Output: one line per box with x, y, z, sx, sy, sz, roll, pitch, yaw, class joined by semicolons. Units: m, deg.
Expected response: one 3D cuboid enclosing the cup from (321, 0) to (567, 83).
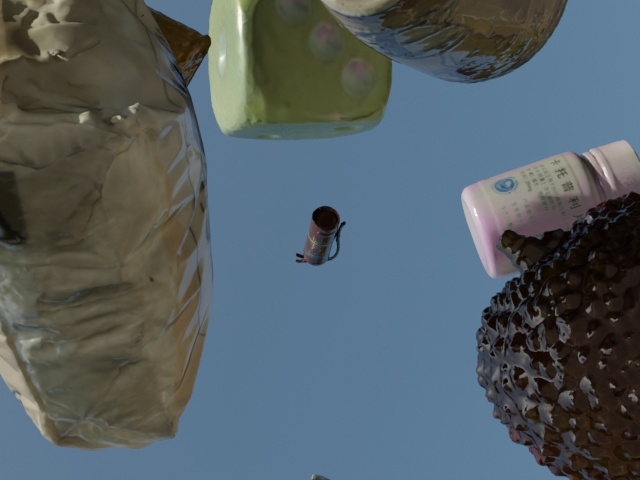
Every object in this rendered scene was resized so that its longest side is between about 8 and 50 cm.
0.125;-0.311;1.139;0.257;0.227;0.301;-6;-53;-61;cup

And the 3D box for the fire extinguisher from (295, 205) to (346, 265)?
0.000;0.000;1.512;0.056;0.132;0.039;6;-118;-4;fire extinguisher

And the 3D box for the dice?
-0.037;-0.291;1.808;0.249;0.254;0.252;-3;-89;-16;dice

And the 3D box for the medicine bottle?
0.347;-0.049;1.689;0.254;0.152;0.152;-20;-64;3;medicine bottle

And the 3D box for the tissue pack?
-0.195;-0.070;0.881;0.195;0.376;0.390;-12;-48;-8;tissue pack

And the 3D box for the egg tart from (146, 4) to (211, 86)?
-0.255;-0.226;1.495;0.147;0.202;0.202;38;-110;-2;egg tart

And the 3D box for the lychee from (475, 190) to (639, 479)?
0.278;0.094;1.024;0.304;0.276;0.275;43;-117;9;lychee

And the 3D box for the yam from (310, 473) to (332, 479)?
0.060;0.377;1.443;0.194;0.107;0.107;20;-97;4;yam
